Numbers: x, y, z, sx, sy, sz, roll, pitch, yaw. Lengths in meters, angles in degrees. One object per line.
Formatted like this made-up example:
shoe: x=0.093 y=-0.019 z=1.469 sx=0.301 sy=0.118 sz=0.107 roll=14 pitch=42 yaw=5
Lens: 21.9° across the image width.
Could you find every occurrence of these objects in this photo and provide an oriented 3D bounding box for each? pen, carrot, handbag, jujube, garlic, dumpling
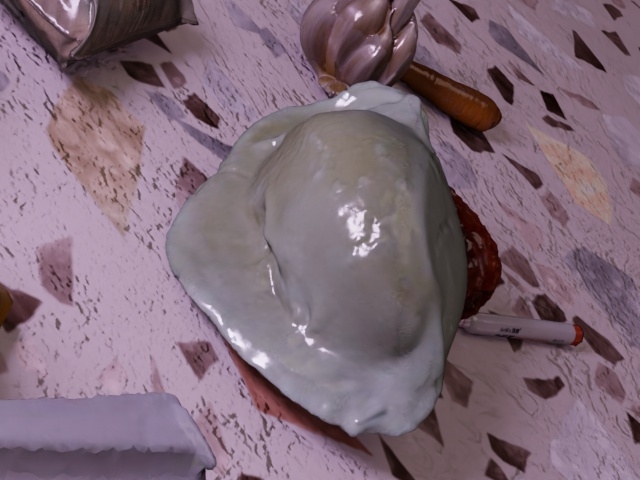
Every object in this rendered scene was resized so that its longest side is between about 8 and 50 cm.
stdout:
pen: x=0.209 y=0.093 z=1.767 sx=0.218 sy=0.026 sz=0.026 roll=9 pitch=44 yaw=-45
carrot: x=0.129 y=-0.194 z=2.024 sx=0.216 sy=0.048 sz=0.048 roll=28 pitch=33 yaw=-15
handbag: x=-0.230 y=-0.253 z=1.582 sx=0.182 sy=0.117 sz=0.270 roll=44 pitch=25 yaw=3
jujube: x=0.107 y=0.000 z=1.673 sx=0.176 sy=0.112 sz=0.109 roll=57 pitch=-1 yaw=25
garlic: x=0.057 y=-0.251 z=1.866 sx=0.131 sy=0.194 sz=0.127 roll=6 pitch=37 yaw=-40
dumpling: x=0.027 y=-0.011 z=1.498 sx=0.270 sy=0.212 sz=0.321 roll=33 pitch=21 yaw=-13

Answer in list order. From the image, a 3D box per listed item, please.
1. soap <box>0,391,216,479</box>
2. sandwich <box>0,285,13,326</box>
soap: x=-0.215 y=0.272 z=0.836 sx=0.435 sy=0.213 sz=0.350 roll=7 pitch=48 yaw=-47
sandwich: x=-0.255 y=0.050 z=1.250 sx=0.044 sy=0.031 sz=0.083 roll=3 pitch=48 yaw=-46
